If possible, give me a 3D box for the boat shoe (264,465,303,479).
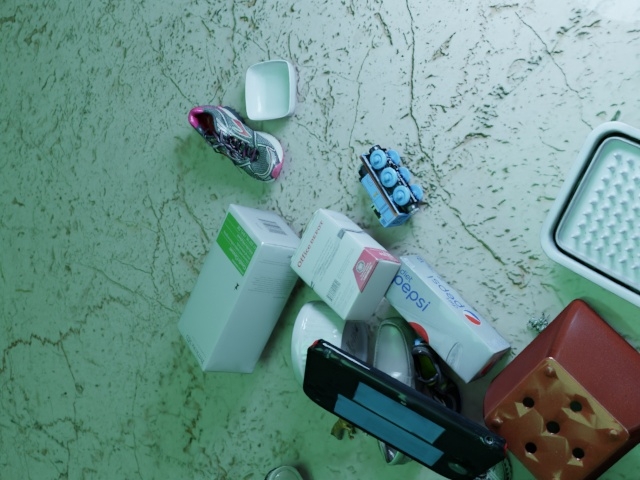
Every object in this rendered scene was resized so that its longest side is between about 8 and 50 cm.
[{"bbox_3d":[-0.068,0.717,1.822,0.113,0.127,0.340,-30,81,58],"label":"boat shoe"}]

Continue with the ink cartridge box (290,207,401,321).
[{"bbox_3d":[0.049,0.052,1.638,0.218,0.092,0.159,42,112,39],"label":"ink cartridge box"}]

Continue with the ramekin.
[{"bbox_3d":[0.027,0.238,1.682,0.109,0.207,0.207,-1,92,26],"label":"ramekin"}]

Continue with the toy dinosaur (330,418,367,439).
[{"bbox_3d":[0.079,0.390,1.733,0.112,0.064,0.211,36,111,29],"label":"toy dinosaur"}]

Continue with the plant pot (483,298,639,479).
[{"bbox_3d":[0.447,0.304,1.357,0.267,0.235,0.267,46,117,19],"label":"plant pot"}]

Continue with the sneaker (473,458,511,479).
[{"bbox_3d":[0.336,0.522,1.543,0.088,0.092,0.225,0,92,35],"label":"sneaker"}]

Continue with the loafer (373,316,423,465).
[{"bbox_3d":[0.165,0.329,1.641,0.112,0.111,0.320,-8,88,35],"label":"loafer"}]

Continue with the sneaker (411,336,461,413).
[{"bbox_3d":[0.239,0.297,1.596,0.067,0.078,0.188,-20,102,33],"label":"sneaker"}]

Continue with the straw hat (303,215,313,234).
[{"bbox_3d":[0.000,0.000,1.771,0.144,0.061,0.145,2,94,35],"label":"straw hat"}]

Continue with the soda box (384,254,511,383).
[{"bbox_3d":[0.255,0.160,1.583,0.286,0.091,0.098,47,117,24],"label":"soda box"}]

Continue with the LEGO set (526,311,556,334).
[{"bbox_3d":[0.447,0.168,1.492,0.083,0.023,0.054,-23,79,33],"label":"LEGO set"}]

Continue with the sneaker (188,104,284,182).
[{"bbox_3d":[-0.212,-0.239,1.878,0.299,0.112,0.121,36,111,27],"label":"sneaker"}]

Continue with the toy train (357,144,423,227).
[{"bbox_3d":[0.146,-0.121,1.657,0.105,0.080,0.184,-43,69,34],"label":"toy train"}]

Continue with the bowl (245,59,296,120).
[{"bbox_3d":[-0.115,-0.365,1.840,0.142,0.053,0.142,0,93,35],"label":"bowl"}]

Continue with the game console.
[{"bbox_3d":[0.141,0.335,1.433,0.386,0.342,0.060,27,70,10],"label":"game console"}]

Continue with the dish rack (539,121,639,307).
[{"bbox_3d":[0.595,-0.033,1.352,0.333,0.072,0.286,32,110,29],"label":"dish rack"}]

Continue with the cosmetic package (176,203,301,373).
[{"bbox_3d":[-0.192,0.122,1.829,0.197,0.155,0.366,45,115,46],"label":"cosmetic package"}]
